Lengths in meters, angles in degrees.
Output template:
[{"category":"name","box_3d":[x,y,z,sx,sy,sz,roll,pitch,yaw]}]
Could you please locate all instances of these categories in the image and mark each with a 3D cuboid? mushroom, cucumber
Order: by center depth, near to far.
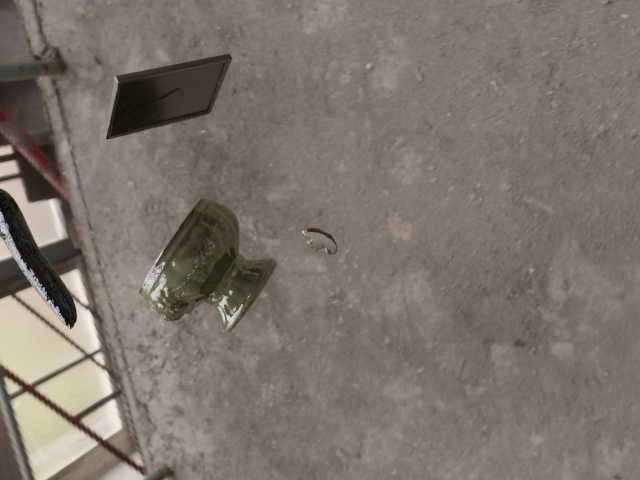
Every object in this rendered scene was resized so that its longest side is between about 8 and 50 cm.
[{"category":"cucumber","box_3d":[-0.516,0.034,1.389,0.056,0.056,0.284,-25,96,32]},{"category":"mushroom","box_3d":[0.000,0.000,1.572,0.049,0.101,0.019,-35,46,18]}]

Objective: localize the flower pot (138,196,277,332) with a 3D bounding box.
[{"category":"flower pot","box_3d":[-0.262,0.075,1.843,0.244,0.307,0.307,33,120,-6]}]

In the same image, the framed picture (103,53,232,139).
[{"category":"framed picture","box_3d":[-0.325,-0.304,1.640,0.018,0.265,0.192,57,144,17]}]
